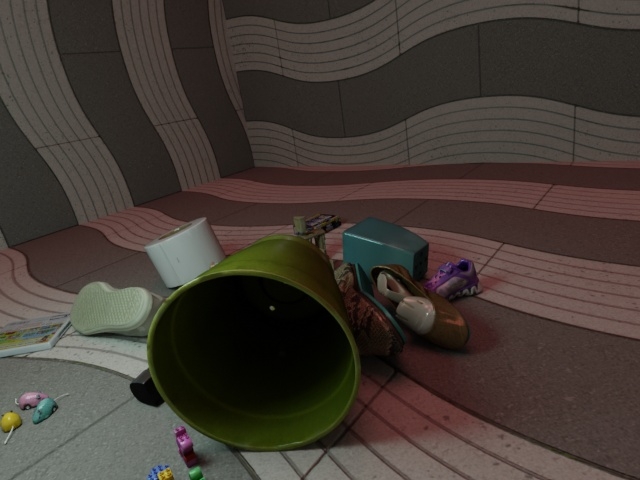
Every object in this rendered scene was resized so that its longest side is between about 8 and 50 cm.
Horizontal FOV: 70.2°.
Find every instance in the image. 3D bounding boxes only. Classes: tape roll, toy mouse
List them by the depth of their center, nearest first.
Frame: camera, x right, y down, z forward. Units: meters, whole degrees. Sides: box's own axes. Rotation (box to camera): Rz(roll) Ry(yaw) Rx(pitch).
[{"bbox_3d":[-0.662,0.381,1.056,0.143,0.031,0.161,-22,23,-33],"label":"toy mouse"},{"bbox_3d":[-0.492,0.040,1.668,0.246,0.169,0.246,-22,14,6],"label":"tape roll"}]

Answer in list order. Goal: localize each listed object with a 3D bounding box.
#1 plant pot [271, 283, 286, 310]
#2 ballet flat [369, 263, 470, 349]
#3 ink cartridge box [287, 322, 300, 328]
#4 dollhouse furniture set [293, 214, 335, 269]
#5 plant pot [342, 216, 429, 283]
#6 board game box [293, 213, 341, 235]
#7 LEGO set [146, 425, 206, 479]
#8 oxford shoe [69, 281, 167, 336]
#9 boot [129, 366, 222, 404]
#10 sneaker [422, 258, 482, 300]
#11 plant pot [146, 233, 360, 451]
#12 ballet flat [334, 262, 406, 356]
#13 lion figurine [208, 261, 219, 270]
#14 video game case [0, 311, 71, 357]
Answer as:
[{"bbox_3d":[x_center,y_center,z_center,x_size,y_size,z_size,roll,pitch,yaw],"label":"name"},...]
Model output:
[{"bbox_3d":[-0.080,0.163,1.305,0.095,0.134,0.134,17,20,-1],"label":"plant pot"},{"bbox_3d":[0.219,0.149,1.126,0.124,0.116,0.342,16,19,-28],"label":"ballet flat"},{"bbox_3d":[-0.169,0.283,1.121,0.181,0.056,0.224,9,44,41],"label":"ink cartridge box"},{"bbox_3d":[0.000,0.000,1.623,0.101,0.181,0.161,-20,21,-28],"label":"dollhouse furniture set"},{"bbox_3d":[0.214,0.045,1.447,0.234,0.165,0.166,15,29,34],"label":"plant pot"},{"bbox_3d":[-0.014,-0.068,2.035,0.141,0.048,0.170,6,24,43],"label":"board game box"},{"bbox_3d":[-0.227,0.388,0.744,0.087,0.093,0.227,-21,22,-31],"label":"LEGO set"},{"bbox_3d":[-0.623,0.216,1.392,0.450,0.169,0.130,-4,-23,36],"label":"oxford shoe"},{"bbox_3d":[-0.257,0.281,1.071,0.264,0.096,0.280,-11,19,36],"label":"boot"},{"bbox_3d":[0.340,0.115,1.263,0.237,0.104,0.095,-17,22,-20],"label":"sneaker"},{"bbox_3d":[-0.097,0.155,0.932,0.367,0.366,0.353,-6,20,9],"label":"plant pot"},{"bbox_3d":[0.074,0.188,1.145,0.182,0.164,0.483,-31,14,2],"label":"ballet flat"},{"bbox_3d":[-0.239,0.105,1.552,0.240,0.142,0.392,-14,4,9],"label":"lion figurine"},{"bbox_3d":[-0.912,0.296,1.425,0.227,0.026,0.206,-9,19,-3],"label":"video game case"}]
